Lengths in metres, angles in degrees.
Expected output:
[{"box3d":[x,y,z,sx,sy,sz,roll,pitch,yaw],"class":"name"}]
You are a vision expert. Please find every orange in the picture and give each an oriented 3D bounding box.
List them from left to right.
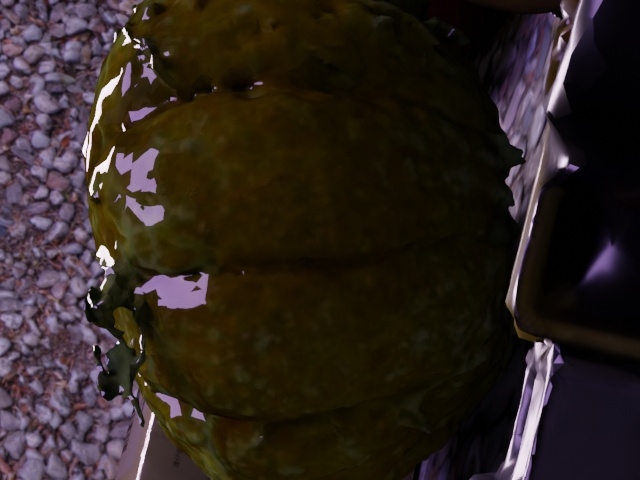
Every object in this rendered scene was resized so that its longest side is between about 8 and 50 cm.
[{"box3d":[0.000,0.000,1.021,0.301,0.223,0.300,72,-168,-60],"class":"orange"}]

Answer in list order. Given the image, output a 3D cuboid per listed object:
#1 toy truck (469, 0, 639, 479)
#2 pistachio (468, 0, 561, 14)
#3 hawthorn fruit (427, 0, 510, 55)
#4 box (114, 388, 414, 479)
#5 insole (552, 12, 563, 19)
[{"box3d":[0.097,0.102,0.429,0.254,0.180,0.405,-132,55,-88],"class":"toy truck"},{"box3d":[0.111,-0.195,0.933,0.260,0.212,0.163,-99,-14,-80],"class":"pistachio"},{"box3d":[-0.008,-0.179,1.296,0.230,0.266,0.210,148,130,-79],"class":"hawthorn fruit"},{"box3d":[-0.029,0.115,1.186,0.095,0.168,0.212,128,157,-64],"class":"box"},{"box3d":[0.156,-0.203,1.035,0.064,0.004,0.188,9,76,38],"class":"insole"}]
